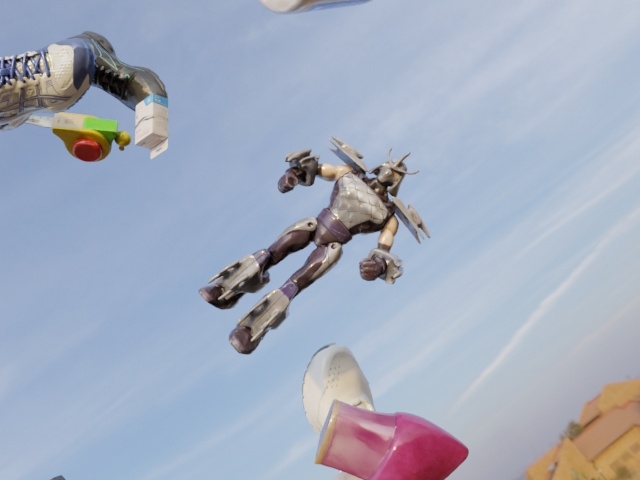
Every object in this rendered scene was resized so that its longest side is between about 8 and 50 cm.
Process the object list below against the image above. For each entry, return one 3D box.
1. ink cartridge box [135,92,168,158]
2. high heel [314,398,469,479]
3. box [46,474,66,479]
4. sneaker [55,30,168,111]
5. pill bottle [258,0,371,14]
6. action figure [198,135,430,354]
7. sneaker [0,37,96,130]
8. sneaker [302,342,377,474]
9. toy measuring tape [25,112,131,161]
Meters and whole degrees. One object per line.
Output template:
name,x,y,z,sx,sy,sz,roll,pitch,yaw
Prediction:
ink cartridge box,-0.251,-0.169,0.818,0.048,0.083,0.028,-20,-23,39
high heel,0.036,0.249,0.488,0.082,0.117,0.244,-66,-7,-72
box,-0.434,0.445,0.778,0.156,0.093,0.158,2,-66,-58
sneaker,-0.426,-0.326,1.115,0.106,0.267,0.101,-34,-23,-56
pill bottle,0.024,-0.455,0.886,0.272,0.152,0.152,-29,-29,-41
action figure,0.000,0.000,0.626,0.285,0.185,0.099,-43,-19,2
sneaker,-0.551,-0.286,1.005,0.296,0.112,0.131,-23,-10,17
sneaker,0.066,0.285,0.770,0.111,0.297,0.129,-17,-2,-32
toy measuring tape,-0.648,-0.259,1.384,0.330,0.121,0.121,3,-44,-16
